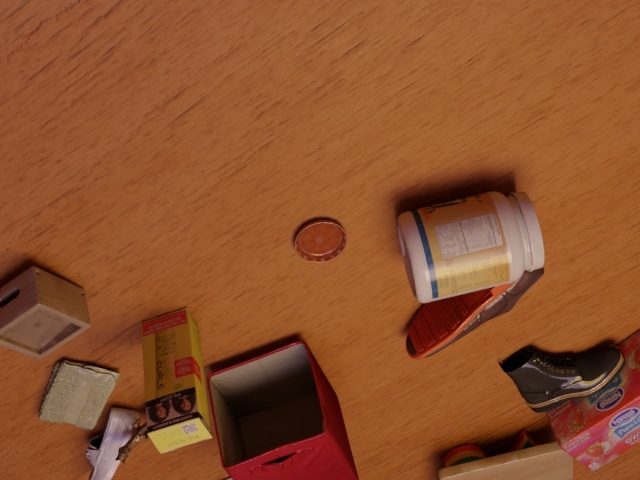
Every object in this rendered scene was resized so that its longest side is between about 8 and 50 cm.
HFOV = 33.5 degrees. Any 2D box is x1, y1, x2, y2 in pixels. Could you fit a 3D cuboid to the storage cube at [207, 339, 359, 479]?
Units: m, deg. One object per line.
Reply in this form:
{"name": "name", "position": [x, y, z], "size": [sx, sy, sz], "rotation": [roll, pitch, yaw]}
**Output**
{"name": "storage cube", "position": [-0.061, 0.317, 1.797], "size": [0.183, 0.215, 0.193], "rotation": [-21, 138, 5]}

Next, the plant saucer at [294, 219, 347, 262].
{"name": "plant saucer", "position": [0.000, 0.000, 1.662], "size": [0.083, 0.013, 0.083], "rotation": [-6, 130, -7]}

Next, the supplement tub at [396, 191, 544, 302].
{"name": "supplement tub", "position": [0.228, 0.006, 1.629], "size": [0.199, 0.144, 0.144], "rotation": [-13, 132, -1]}

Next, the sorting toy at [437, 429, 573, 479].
{"name": "sorting toy", "position": [0.362, 0.481, 2.104], "size": [0.257, 0.089, 0.255], "rotation": [-13, 131, 0]}

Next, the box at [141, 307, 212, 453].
{"name": "box", "position": [-0.226, 0.213, 1.651], "size": [0.087, 0.232, 0.058], "rotation": [-17, 132, 4]}

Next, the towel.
{"name": "towel", "position": [-0.409, 0.261, 1.790], "size": [0.110, 0.027, 0.148], "rotation": [15, 125, -22]}

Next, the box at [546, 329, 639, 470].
{"name": "box", "position": [0.552, 0.291, 1.955], "size": [0.257, 0.128, 0.122], "rotation": [-38, 127, 21]}

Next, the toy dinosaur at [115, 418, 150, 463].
{"name": "toy dinosaur", "position": [-0.275, 0.316, 1.840], "size": [0.211, 0.064, 0.112], "rotation": [-16, 129, -45]}

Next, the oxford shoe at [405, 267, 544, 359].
{"name": "oxford shoe", "position": [0.257, 0.116, 1.766], "size": [0.271, 0.097, 0.098], "rotation": [-42, 132, 22]}

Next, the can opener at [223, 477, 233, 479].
{"name": "can opener", "position": [-0.094, 0.454, 2.008], "size": [0.280, 0.074, 0.093], "rotation": [-27, 165, 14]}

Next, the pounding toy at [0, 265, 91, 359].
{"name": "pounding toy", "position": [-0.450, 0.104, 1.614], "size": [0.141, 0.100, 0.130], "rotation": [-32, 143, 19]}

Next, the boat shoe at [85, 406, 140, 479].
{"name": "boat shoe", "position": [-0.377, 0.364, 1.864], "size": [0.063, 0.066, 0.184], "rotation": [23, 124, -16]}

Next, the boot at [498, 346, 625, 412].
{"name": "boot", "position": [0.434, 0.225, 1.913], "size": [0.198, 0.077, 0.137], "rotation": [-34, 124, 15]}
